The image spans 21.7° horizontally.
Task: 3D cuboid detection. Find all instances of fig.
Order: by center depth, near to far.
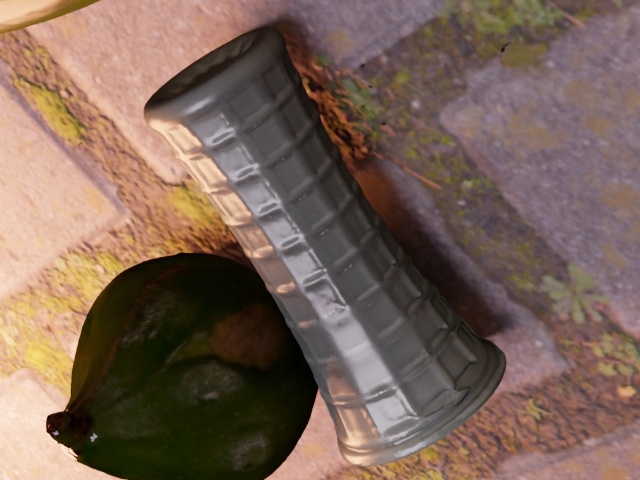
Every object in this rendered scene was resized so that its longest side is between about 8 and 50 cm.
[{"bbox_3d":[-0.118,0.112,1.270,0.195,0.245,0.195,26,129,37],"label":"fig"}]

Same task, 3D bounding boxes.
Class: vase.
[{"bbox_3d":[0.000,0.000,1.184,0.143,0.143,0.299,-18,112,40],"label":"vase"}]

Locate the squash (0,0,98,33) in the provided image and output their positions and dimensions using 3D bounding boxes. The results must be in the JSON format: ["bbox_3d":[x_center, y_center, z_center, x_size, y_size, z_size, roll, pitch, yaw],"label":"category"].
[{"bbox_3d":[-0.164,-0.207,1.132,0.378,0.101,0.101,-13,118,38],"label":"squash"}]
